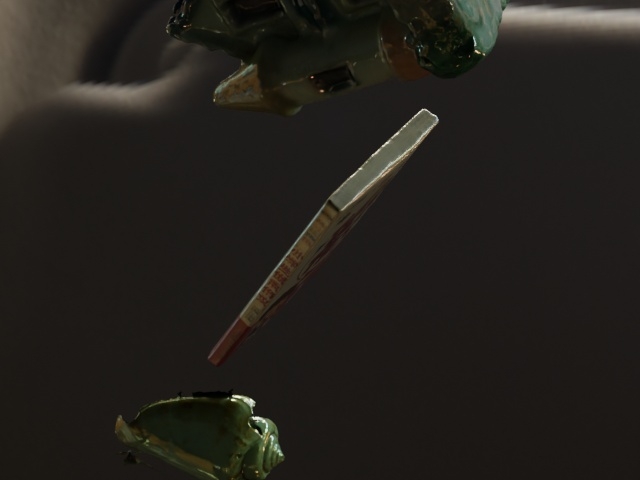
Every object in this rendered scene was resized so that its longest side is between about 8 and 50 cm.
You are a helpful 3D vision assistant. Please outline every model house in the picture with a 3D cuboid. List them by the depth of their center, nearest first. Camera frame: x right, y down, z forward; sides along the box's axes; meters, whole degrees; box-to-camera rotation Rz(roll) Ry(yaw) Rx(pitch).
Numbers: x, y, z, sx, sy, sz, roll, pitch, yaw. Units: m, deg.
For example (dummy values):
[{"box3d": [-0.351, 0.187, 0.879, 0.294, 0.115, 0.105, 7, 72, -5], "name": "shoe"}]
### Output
[{"box3d": [-0.059, -0.220, 1.249, 0.325, 0.267, 0.194, -14, -142, 27], "name": "model house"}]

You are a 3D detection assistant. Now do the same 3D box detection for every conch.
[{"box3d": [-0.116, 0.181, 1.610, 0.170, 0.106, 0.079, 8, -155, 10], "name": "conch"}]

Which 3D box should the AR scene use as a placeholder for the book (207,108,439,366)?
[{"box3d": [0.000, 0.000, 1.404, 0.022, 0.232, 0.162, 42, -135, 3], "name": "book"}]
